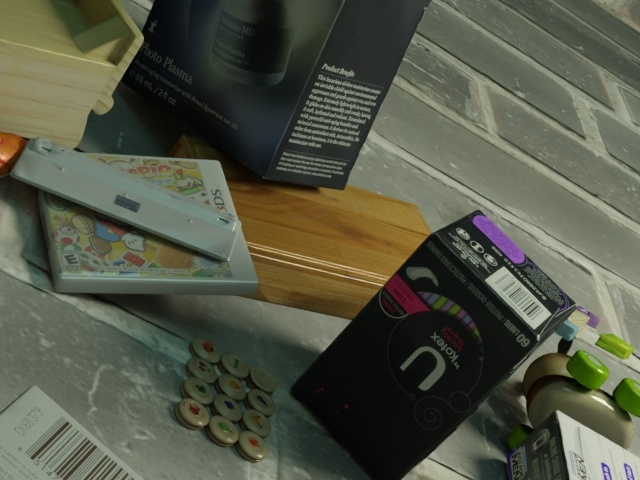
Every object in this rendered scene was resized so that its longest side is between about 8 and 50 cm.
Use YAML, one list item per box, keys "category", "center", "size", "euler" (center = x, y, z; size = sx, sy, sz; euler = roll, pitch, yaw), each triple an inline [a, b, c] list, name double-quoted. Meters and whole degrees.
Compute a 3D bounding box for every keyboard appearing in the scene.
- category: "keyboard"
  center: [-0.213, -0.046, 1.531]
  size: [0.256, 0.014, 0.072]
  euler: [22, 45, -6]

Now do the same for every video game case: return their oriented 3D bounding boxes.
- category: "video game case"
  center: [-0.199, -0.021, 1.545]
  size: [0.227, 0.026, 0.206]
  euler: [2, 44, -24]

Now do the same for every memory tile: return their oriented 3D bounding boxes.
- category: "memory tile"
  center: [-0.098, 0.168, 1.480]
  size: [0.113, 0.012, 0.148]
  euler: [32, 28, -15]

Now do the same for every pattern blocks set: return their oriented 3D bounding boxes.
- category: "pattern blocks set"
  center: [0.292, 0.083, 1.864]
  size: [0.285, 0.026, 0.325]
  euler: [33, 8, 26]

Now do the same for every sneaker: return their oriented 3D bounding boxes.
- category: "sneaker"
  center: [-0.378, -0.105, 1.481]
  size: [0.064, 0.067, 0.175]
  euler: [51, 28, 23]

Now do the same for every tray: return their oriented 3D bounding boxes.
- category: "tray"
  center: [0.000, 0.000, 1.784]
  size: [0.411, 0.076, 0.202]
  euler: [14, 37, -39]

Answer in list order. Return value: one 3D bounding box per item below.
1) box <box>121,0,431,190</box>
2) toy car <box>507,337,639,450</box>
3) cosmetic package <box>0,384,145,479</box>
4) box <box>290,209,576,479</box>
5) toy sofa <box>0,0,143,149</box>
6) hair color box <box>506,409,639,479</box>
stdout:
- category: "box"
  center: [-0.060, -0.265, 1.771]
  size: [0.296, 0.294, 0.183]
  euler: [34, 16, 33]
- category: "toy car"
  center: [0.325, 0.203, 1.819]
  size: [0.149, 0.155, 0.188]
  euler: [31, 16, -16]
- category: "cosmetic package"
  center: [-0.236, 0.240, 1.019]
  size: [0.151, 0.183, 0.151]
  euler: [40, 26, 1]
- category: "box"
  center: [0.125, 0.121, 1.543]
  size: [0.165, 0.270, 0.143]
  euler: [46, 28, 11]
- category: "toy sofa"
  center: [-0.399, -0.233, 1.540]
  size: [0.363, 0.177, 0.150]
  euler: [7, 36, -45]
- category: "hair color box"
  center: [0.394, 0.370, 1.687]
  size: [0.339, 0.110, 0.185]
  euler: [32, 30, -18]
